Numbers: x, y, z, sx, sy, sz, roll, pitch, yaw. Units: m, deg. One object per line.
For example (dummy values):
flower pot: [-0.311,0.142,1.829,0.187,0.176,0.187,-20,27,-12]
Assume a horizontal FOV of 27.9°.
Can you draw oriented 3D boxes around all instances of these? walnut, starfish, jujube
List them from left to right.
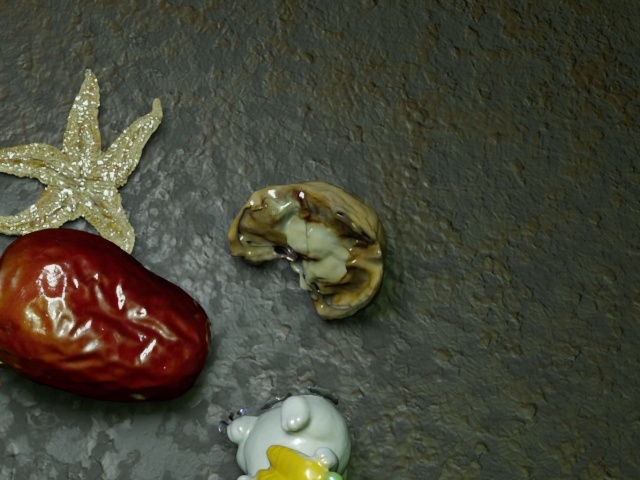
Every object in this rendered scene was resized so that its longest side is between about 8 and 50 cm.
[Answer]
starfish: [-0.368,-0.113,1.940,0.299,0.060,0.302,30,79,8]
jujube: [-0.315,0.112,1.810,0.318,0.223,0.223,23,73,-15]
walnut: [0.002,-0.009,1.897,0.238,0.204,0.141,37,42,-5]

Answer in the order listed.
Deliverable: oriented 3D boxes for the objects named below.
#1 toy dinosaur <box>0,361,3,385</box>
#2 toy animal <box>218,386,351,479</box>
toy dinosaur: [-0.495,0.159,1.849,0.117,0.070,0.288,24,77,-12]
toy animal: [-0.037,0.374,1.771,0.183,0.247,0.310,-11,60,7]
